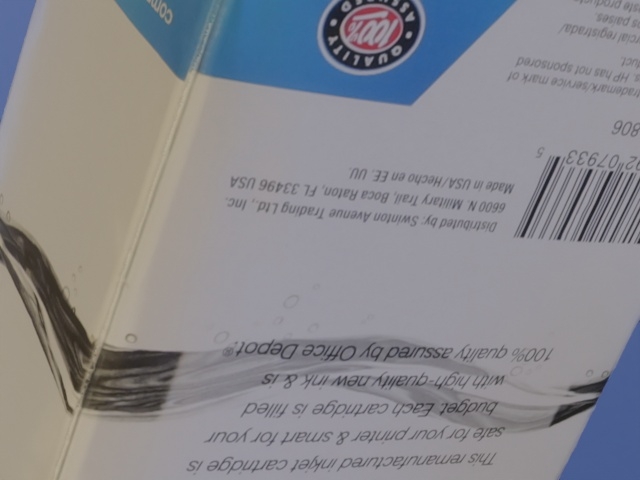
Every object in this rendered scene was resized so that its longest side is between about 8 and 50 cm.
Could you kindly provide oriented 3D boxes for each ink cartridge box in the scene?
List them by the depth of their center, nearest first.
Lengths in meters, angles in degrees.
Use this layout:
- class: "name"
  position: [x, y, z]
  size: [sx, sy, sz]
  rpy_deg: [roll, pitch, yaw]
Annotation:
- class: "ink cartridge box"
  position: [0.000, 0.000, 0.768]
  size: [0.166, 0.286, 0.394]
  rpy_deg: [50, -53, 46]
